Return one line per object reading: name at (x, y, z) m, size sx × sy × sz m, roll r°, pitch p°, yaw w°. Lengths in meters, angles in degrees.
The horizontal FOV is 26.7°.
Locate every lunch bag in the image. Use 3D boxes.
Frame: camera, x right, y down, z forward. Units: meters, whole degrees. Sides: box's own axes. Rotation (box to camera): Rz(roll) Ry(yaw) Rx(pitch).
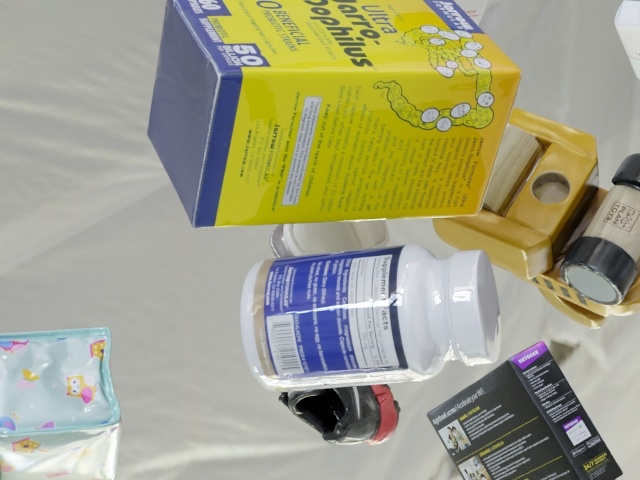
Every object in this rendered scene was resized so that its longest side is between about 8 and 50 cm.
lunch bag at (-0.373, 0.214, 1.594) m, size 0.262 × 0.160 × 0.223 m, roll -6°, pitch -28°, yaw -15°

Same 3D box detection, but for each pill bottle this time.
pill bottle at (0.058, 0.084, 1.493) m, size 0.153 × 0.265 × 0.153 m, roll -6°, pitch -90°, yaw -73°

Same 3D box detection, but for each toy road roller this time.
toy road roller at (0.333, -0.011, 1.884) m, size 0.202 × 0.330 × 0.240 m, roll -55°, pitch -24°, yaw -22°

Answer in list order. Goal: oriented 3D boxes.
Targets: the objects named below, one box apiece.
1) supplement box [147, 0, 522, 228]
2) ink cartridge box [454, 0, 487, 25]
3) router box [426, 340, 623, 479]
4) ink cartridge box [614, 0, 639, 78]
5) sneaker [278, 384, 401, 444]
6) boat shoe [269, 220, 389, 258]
supplement box at (0.010, -0.152, 1.517) m, size 0.357 × 0.194 × 0.195 m, roll -3°, pitch -53°, yaw -24°
ink cartridge box at (0.173, -0.321, 1.988) m, size 0.104 × 0.061 × 0.181 m, roll -9°, pitch -41°, yaw -32°
router box at (0.178, 0.181, 1.212) m, size 0.046 × 0.133 × 0.179 m, roll -24°, pitch -12°, yaw -28°
ink cartridge box at (0.626, -0.325, 2.256) m, size 0.189 × 0.232 × 0.066 m, roll 45°, pitch -116°, yaw -55°
sneaker at (-0.011, 0.161, 1.807) m, size 0.135 × 0.276 × 0.097 m, roll -12°, pitch -27°, yaw -49°
boat shoe at (0.000, 0.000, 2.015) m, size 0.324 × 0.097 × 0.116 m, roll -18°, pitch -94°, yaw -65°
